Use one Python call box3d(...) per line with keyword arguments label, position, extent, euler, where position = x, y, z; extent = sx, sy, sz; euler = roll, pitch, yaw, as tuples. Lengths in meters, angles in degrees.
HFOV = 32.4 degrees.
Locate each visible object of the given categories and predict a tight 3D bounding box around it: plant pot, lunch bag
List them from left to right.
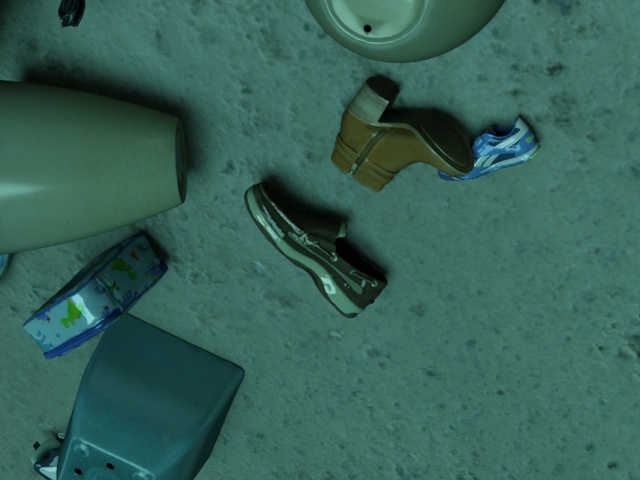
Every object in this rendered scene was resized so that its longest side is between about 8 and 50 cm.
box3d(label="plant pot", position=(-0.338, -0.112, 1.598), extent=(0.274, 0.256, 0.256), euler=(-3, 122, 1))
box3d(label="lunch bag", position=(-0.353, 0.087, 1.724), extent=(0.176, 0.219, 0.090), euler=(-28, 103, 30))
box3d(label="plant pot", position=(-0.311, 0.322, 1.842), extent=(0.247, 0.252, 0.247), euler=(25, 126, 2))
box3d(label="plant pot", position=(0.087, -0.330, 1.324), extent=(0.284, 0.191, 0.284), euler=(9, 123, 13))

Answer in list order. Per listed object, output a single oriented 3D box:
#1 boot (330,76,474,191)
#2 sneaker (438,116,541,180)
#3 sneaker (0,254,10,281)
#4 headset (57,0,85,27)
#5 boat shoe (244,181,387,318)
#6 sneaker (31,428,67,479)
box3d(label="boot", position=(0.109, -0.117, 1.519), extent=(0.197, 0.073, 0.152), euler=(42, 134, 16))
box3d(label="sneaker", position=(0.223, -0.124, 1.498), extent=(0.144, 0.053, 0.059), euler=(-20, 112, 20))
box3d(label="sneaker", position=(-0.553, 0.013, 1.831), extent=(0.087, 0.092, 0.228), euler=(33, 107, -1))
box3d(label="headset", position=(-0.478, -0.403, 1.403), extent=(0.394, 0.185, 0.243), euler=(10, 169, -34))
box3d(label="boat shoe", position=(0.000, -0.004, 1.636), extent=(0.095, 0.095, 0.257), euler=(-37, 111, 19))
box3d(label="sneaker", position=(-0.486, 0.445, 2.079), extent=(0.153, 0.094, 0.235), euler=(32, 126, -1))
